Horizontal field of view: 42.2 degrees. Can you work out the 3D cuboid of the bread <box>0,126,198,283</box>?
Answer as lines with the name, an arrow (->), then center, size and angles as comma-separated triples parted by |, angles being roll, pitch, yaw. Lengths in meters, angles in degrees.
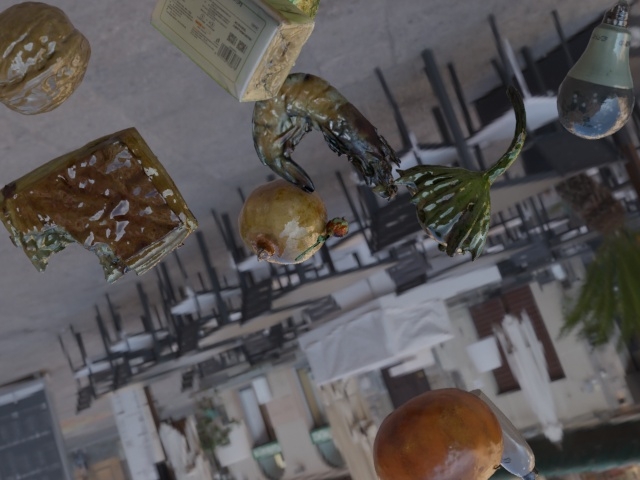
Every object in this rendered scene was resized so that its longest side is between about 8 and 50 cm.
bread -> -0.493, -0.061, 1.851 | 0.370, 0.314, 0.191 | -31, -167, 1

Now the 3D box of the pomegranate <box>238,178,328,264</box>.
pomegranate -> -0.082, -0.040, 1.893 | 0.207, 0.207, 0.207 | -19, 170, -3

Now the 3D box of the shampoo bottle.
shampoo bottle -> 0.433, 0.474, 1.991 | 0.078, 0.257, 0.127 | -40, -175, -30

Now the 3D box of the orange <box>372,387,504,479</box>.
orange -> 0.245, 0.436, 1.750 | 0.283, 0.226, 0.284 | -27, 162, -10

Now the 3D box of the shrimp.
shrimp -> 0.005, -0.198, 1.808 | 0.233, 0.365, 0.071 | -43, -175, 8

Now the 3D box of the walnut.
walnut -> -0.545, -0.339, 1.561 | 0.213, 0.213, 0.213 | -19, 170, -3

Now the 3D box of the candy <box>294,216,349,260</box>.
candy -> 0.000, 0.000, 1.818 | 0.184, 0.049, 0.055 | -37, -179, -43

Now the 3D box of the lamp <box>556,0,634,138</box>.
lamp -> 0.654, -0.388, 1.944 | 0.181, 0.182, 0.314 | -16, 127, -22

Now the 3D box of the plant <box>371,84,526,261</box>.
plant -> 0.307, -0.120, 1.649 | 0.333, 0.251, 0.180 | -40, 169, 21

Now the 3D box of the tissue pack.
tissue pack -> -0.149, -0.362, 1.387 | 0.125, 0.234, 0.159 | -24, 151, -55

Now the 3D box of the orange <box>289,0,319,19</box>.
orange -> -0.113, -0.500, 1.655 | 0.196, 0.263, 0.334 | 21, 176, 6
